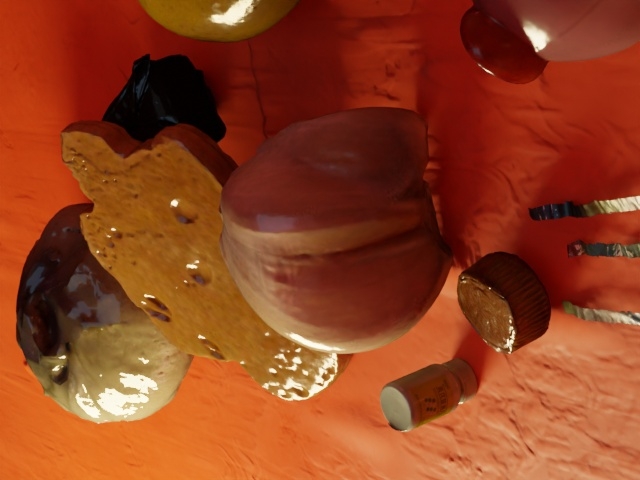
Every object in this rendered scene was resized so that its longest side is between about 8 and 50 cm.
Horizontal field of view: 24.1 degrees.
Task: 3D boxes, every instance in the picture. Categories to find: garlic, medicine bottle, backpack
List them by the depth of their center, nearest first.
[{"bbox_3d":[0.000,0.000,1.335,0.228,0.110,0.217,-9,104,27],"label":"garlic"},{"bbox_3d":[0.098,0.138,1.350,0.047,0.083,0.047,30,130,45],"label":"medicine bottle"},{"bbox_3d":[-0.172,-0.116,1.587,0.165,0.106,0.120,-37,68,53],"label":"backpack"}]

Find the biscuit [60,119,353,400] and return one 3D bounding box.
[{"bbox_3d":[-0.119,0.013,1.527,0.376,0.051,0.269,45,139,-3],"label":"biscuit"}]

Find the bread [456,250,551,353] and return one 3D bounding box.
[{"bbox_3d":[0.157,0.049,1.251,0.085,0.053,0.085,44,150,33],"label":"bread"}]

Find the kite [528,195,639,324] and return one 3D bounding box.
[{"bbox_3d":[0.277,0.025,1.103,0.310,0.015,0.169,-9,99,55],"label":"kite"}]

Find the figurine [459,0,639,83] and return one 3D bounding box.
[{"bbox_3d":[0.172,-0.205,1.005,0.173,0.173,0.173,30,129,45],"label":"figurine"}]

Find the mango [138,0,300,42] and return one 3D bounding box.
[{"bbox_3d":[-0.070,-0.294,1.324,0.195,0.142,0.331,60,145,5],"label":"mango"}]

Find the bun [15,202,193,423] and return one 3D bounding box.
[{"bbox_3d":[-0.260,0.092,1.767,0.273,0.168,0.273,17,113,46],"label":"bun"}]
